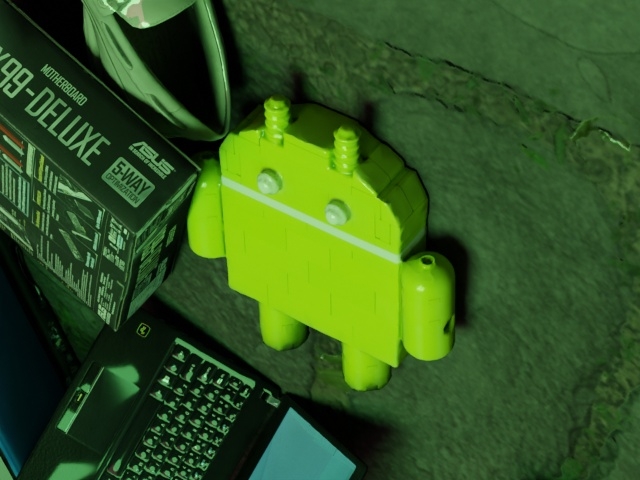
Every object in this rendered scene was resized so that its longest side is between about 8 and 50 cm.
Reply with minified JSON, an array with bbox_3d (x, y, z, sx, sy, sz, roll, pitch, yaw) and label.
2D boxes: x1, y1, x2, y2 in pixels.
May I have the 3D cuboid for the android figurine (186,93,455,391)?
[{"bbox_3d":[0.000,0.000,1.480,0.248,0.056,0.273,26,142,23],"label":"android figurine"}]

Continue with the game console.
[{"bbox_3d":[-0.353,0.077,1.791,0.250,0.173,0.293,6,129,40],"label":"game console"}]

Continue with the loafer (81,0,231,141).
[{"bbox_3d":[-0.127,-0.200,1.355,0.111,0.112,0.319,26,150,32],"label":"loafer"}]

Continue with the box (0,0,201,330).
[{"bbox_3d":[-0.222,-0.064,1.531,0.242,0.076,0.307,41,162,5],"label":"box"}]

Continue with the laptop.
[{"bbox_3d":[-0.126,0.217,1.637,0.264,0.234,0.136,30,-177,2],"label":"laptop"}]

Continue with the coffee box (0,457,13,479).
[{"bbox_3d":[-0.416,0.239,2.001,0.168,0.119,0.297,51,158,-12],"label":"coffee box"}]
